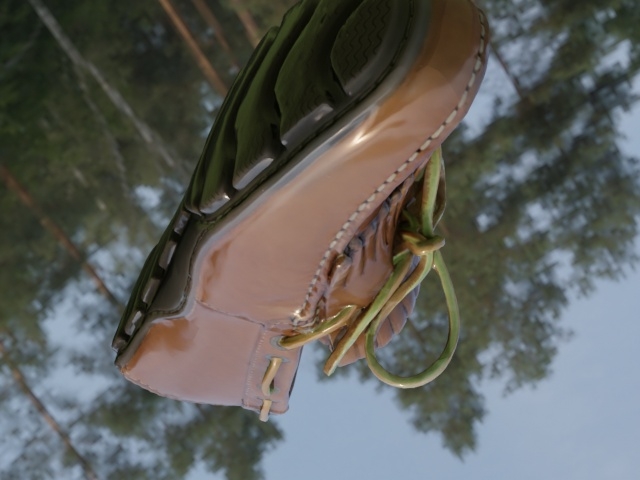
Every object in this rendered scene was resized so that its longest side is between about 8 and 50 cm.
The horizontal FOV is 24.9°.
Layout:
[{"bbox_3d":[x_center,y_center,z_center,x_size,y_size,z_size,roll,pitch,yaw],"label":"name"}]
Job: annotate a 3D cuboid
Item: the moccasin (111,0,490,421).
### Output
[{"bbox_3d":[-0.001,0.002,0.733,0.380,0.147,0.139,123,-13,-53],"label":"moccasin"}]
